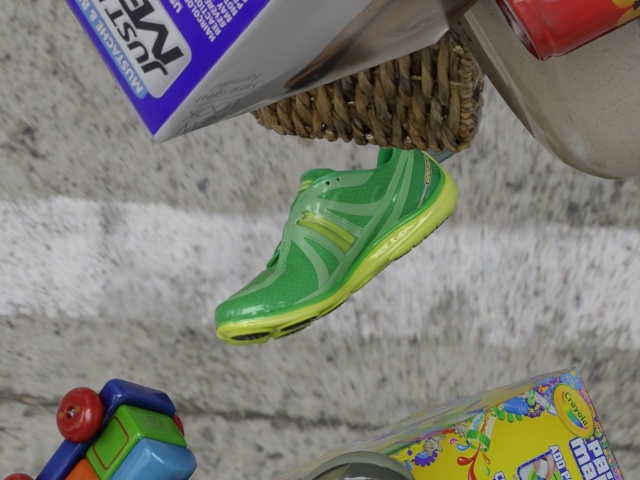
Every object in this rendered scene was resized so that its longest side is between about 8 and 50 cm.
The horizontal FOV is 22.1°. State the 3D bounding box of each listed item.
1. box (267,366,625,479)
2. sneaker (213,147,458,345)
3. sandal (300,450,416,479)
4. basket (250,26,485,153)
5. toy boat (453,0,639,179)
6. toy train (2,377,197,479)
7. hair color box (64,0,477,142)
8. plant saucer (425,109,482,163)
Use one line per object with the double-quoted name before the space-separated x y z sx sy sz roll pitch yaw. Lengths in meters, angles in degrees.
"box" 0.105 0.271 1.627 0.279 0.290 0.177 -21 87 -29
"sneaker" 0.000 0.000 1.589 0.295 0.109 0.123 -38 90 -27
"sandal" -0.029 0.238 1.295 0.303 0.120 0.086 -40 37 35
"basket" 0.025 -0.233 1.192 0.213 0.299 0.223 7 64 8
"toy boat" 0.132 -0.148 0.778 0.148 0.318 0.267 -33 101 2
"toy train" -0.179 0.239 1.229 0.248 0.105 0.143 -53 46 14
"hair color box" 0.053 -0.182 0.605 0.185 0.339 0.110 -24 80 -41
"plant saucer" 0.127 -0.104 1.751 0.119 0.119 0.021 -32 77 -2
